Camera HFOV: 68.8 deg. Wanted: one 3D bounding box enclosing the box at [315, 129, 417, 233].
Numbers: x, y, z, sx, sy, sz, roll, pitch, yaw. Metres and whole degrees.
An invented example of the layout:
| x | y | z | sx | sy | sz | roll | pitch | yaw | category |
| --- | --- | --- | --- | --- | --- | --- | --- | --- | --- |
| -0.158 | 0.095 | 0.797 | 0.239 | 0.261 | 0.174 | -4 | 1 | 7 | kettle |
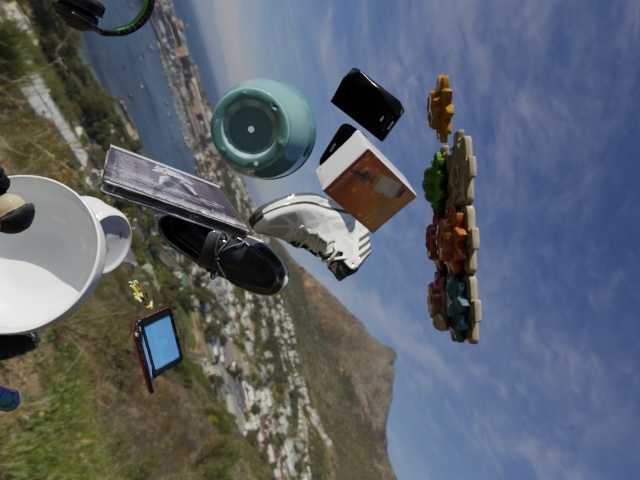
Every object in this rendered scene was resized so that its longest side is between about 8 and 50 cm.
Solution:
| x | y | z | sx | sy | sz | roll | pitch | yaw | category |
| --- | --- | --- | --- | --- | --- | --- | --- | --- | --- |
| 0.096 | -0.122 | 0.996 | 0.170 | 0.130 | 0.091 | 36 | 22 | -32 | box |

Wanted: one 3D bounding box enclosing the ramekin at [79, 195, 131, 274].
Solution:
| x | y | z | sx | sy | sz | roll | pitch | yaw | category |
| --- | --- | --- | --- | --- | --- | --- | --- | --- | --- |
| -0.598 | -0.005 | 1.229 | 0.207 | 0.108 | 0.208 | 17 | 90 | -72 | ramekin |

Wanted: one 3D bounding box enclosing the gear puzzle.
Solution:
| x | y | z | sx | sy | sz | roll | pitch | yaw | category |
| --- | --- | --- | --- | --- | --- | --- | --- | --- | --- |
| 0.154 | -0.046 | 0.596 | 0.175 | 0.044 | 0.340 | 37 | 52 | -87 | gear puzzle |

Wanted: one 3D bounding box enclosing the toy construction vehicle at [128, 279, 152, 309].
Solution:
| x | y | z | sx | sy | sz | roll | pitch | yaw | category |
| --- | --- | --- | --- | --- | --- | --- | --- | --- | --- |
| -0.617 | 0.186 | 1.613 | 0.098 | 0.035 | 0.086 | 45 | -16 | 48 | toy construction vehicle |

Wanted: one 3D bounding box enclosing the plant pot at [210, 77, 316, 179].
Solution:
| x | y | z | sx | sy | sz | roll | pitch | yaw | category |
| --- | --- | --- | --- | --- | --- | --- | --- | --- | --- |
| -0.154 | -0.275 | 1.162 | 0.255 | 0.271 | 0.272 | -73 | 148 | -76 | plant pot |

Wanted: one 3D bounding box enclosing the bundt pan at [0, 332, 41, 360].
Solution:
| x | y | z | sx | sy | sz | roll | pitch | yaw | category |
| --- | --- | --- | --- | --- | --- | --- | --- | --- | --- |
| -0.914 | 0.224 | 1.213 | 0.331 | 0.330 | 0.124 | 88 | -10 | -66 | bundt pan |

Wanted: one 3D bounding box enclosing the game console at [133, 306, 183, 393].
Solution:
| x | y | z | sx | sy | sz | roll | pitch | yaw | category |
| --- | --- | --- | --- | --- | --- | --- | --- | --- | --- |
| -0.354 | 0.239 | 1.031 | 0.124 | 0.085 | 0.144 | -155 | -127 | -67 | game console |

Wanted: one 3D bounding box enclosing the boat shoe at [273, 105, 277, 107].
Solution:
| x | y | z | sx | sy | sz | roll | pitch | yaw | category |
| --- | --- | --- | --- | --- | --- | --- | --- | --- | --- |
| -0.112 | -0.364 | 1.219 | 0.049 | 0.042 | 0.133 | 48 | 13 | 9 | boat shoe |

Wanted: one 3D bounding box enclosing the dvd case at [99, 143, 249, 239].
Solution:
| x | y | z | sx | sy | sz | roll | pitch | yaw | category |
| --- | --- | --- | --- | --- | --- | --- | --- | --- | --- |
| -0.192 | -0.068 | 0.603 | 0.018 | 0.164 | 0.221 | -64 | -152 | 11 | dvd case |

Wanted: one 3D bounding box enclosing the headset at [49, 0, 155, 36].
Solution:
| x | y | z | sx | sy | sz | roll | pitch | yaw | category |
| --- | --- | --- | --- | --- | --- | --- | --- | --- | --- |
| -0.643 | -0.675 | 1.217 | 0.185 | 0.393 | 0.244 | 38 | -51 | 45 | headset |

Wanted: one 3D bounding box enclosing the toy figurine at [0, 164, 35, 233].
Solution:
| x | y | z | sx | sy | sz | roll | pitch | yaw | category |
| --- | --- | --- | --- | --- | --- | --- | --- | --- | --- |
| -0.498 | -0.029 | 0.581 | 0.148 | 0.209 | 0.213 | 61 | -10 | -19 | toy figurine |

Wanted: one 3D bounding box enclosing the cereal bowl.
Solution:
| x | y | z | sx | sy | sz | roll | pitch | yaw | category |
| --- | --- | --- | --- | --- | --- | --- | --- | --- | --- |
| -0.640 | 0.039 | 1.027 | 0.141 | 0.338 | 0.339 | 123 | -50 | -72 | cereal bowl |

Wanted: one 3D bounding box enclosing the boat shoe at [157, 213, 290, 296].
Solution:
| x | y | z | sx | sy | sz | roll | pitch | yaw | category |
| --- | --- | --- | --- | --- | --- | --- | --- | --- | --- |
| -0.328 | 0.038 | 1.546 | 0.499 | 0.187 | 0.156 | 31 | 14 | 13 | boat shoe |

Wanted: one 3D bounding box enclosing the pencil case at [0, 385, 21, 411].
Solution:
| x | y | z | sx | sy | sz | roll | pitch | yaw | category |
| --- | --- | --- | --- | --- | --- | --- | --- | --- | --- |
| -0.937 | 0.437 | 1.335 | 0.064 | 0.070 | 0.152 | 38 | -14 | 37 | pencil case |

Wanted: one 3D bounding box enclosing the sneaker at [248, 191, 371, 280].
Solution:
| x | y | z | sx | sy | sz | roll | pitch | yaw | category |
| --- | --- | --- | --- | --- | --- | --- | --- | --- | --- |
| 0.001 | -0.001 | 1.484 | 0.169 | 0.447 | 0.258 | -42 | -120 | 45 | sneaker |

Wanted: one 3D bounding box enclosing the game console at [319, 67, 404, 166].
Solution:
| x | y | z | sx | sy | sz | roll | pitch | yaw | category |
| --- | --- | --- | --- | --- | --- | --- | --- | --- | --- |
| 0.097 | -0.355 | 1.522 | 0.213 | 0.044 | 0.361 | 40 | -49 | 3 | game console |
